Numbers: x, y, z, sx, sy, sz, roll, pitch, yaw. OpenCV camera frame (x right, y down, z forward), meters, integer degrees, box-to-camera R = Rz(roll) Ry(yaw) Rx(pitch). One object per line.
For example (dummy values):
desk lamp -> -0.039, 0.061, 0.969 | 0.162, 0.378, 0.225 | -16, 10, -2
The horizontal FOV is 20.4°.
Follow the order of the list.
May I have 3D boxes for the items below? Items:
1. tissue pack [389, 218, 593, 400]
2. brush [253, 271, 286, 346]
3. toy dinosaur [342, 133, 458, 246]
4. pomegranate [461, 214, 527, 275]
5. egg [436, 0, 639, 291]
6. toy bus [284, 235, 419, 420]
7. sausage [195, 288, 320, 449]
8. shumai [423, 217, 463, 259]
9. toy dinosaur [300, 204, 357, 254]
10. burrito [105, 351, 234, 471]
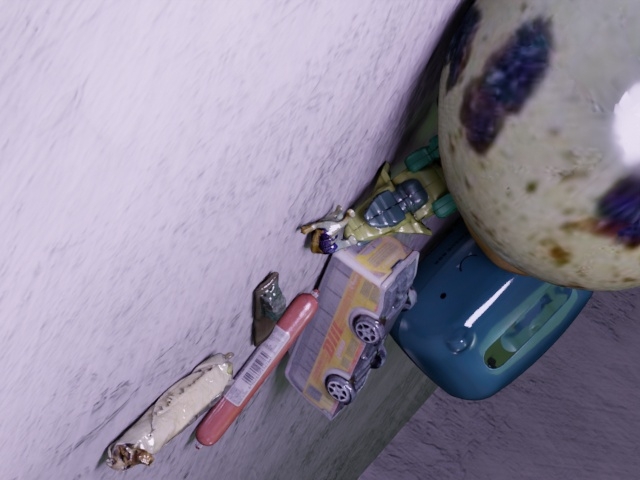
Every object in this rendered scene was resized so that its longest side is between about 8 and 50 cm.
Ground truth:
tissue pack -> 0.244, 0.082, 2.503 | 0.287, 0.198, 0.206 | -43, -153, -5
brush -> -0.051, 0.078, 1.865 | 0.034, 0.027, 0.190 | -47, 169, -17
toy dinosaur -> 0.132, -0.066, 1.953 | 0.153, 0.094, 0.259 | -31, 178, 38
pomegranate -> 0.293, -0.069, 2.320 | 0.233, 0.233, 0.233 | -50, 169, -13
egg -> 0.300, -0.156, 1.745 | 0.428, 0.345, 0.345 | -61, 167, 14
toy bus -> 0.035, 0.098, 2.083 | 0.092, 0.106, 0.268 | -44, 164, -39
sausage -> -0.071, 0.143, 1.984 | 0.223, 0.029, 0.029 | -53, 169, 1
shumai -> 0.210, 0.034, 2.659 | 0.116, 0.145, 0.145 | -24, 159, -20
toy dinosaur -> 0.013, -0.008, 1.839 | 0.058, 0.037, 0.180 | -29, 161, 1
burrito -> -0.142, 0.166, 1.738 | 0.185, 0.041, 0.045 | -39, 121, -50
